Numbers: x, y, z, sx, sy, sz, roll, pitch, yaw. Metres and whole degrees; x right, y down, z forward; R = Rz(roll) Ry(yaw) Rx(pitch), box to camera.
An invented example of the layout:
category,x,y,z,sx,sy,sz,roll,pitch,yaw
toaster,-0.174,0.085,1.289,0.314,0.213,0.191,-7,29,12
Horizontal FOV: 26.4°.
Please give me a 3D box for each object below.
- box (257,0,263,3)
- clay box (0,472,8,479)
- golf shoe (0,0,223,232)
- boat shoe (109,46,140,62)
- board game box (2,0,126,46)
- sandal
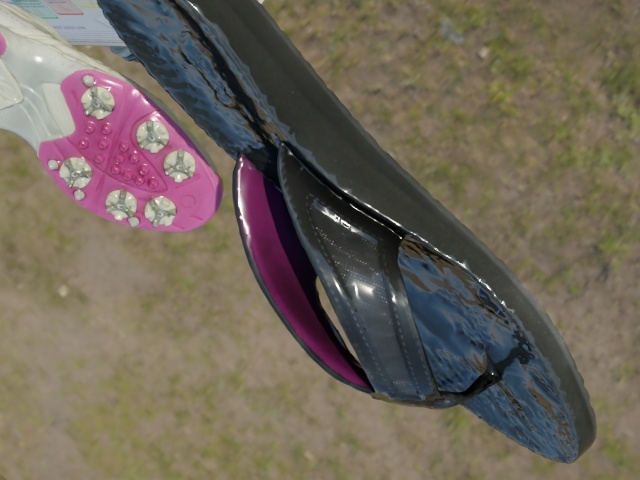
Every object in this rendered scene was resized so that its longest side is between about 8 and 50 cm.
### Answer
category,x,y,z,sx,sy,sz,roll,pitch,yaw
box,-0.136,-0.374,1.977,0.103,0.203,0.114,45,121,-13
clay box,-0.299,0.217,1.020,0.053,0.127,0.222,42,169,13
golf shoe,-0.207,-0.120,1.120,0.306,0.140,0.115,33,113,-8
boat shoe,-0.227,-0.312,1.715,0.075,0.206,0.065,-22,149,36
board game box,-0.271,-0.284,1.225,0.242,0.064,0.316,7,158,31
sandal,-0.002,-0.001,0.886,0.446,0.107,0.167,47,159,-7
